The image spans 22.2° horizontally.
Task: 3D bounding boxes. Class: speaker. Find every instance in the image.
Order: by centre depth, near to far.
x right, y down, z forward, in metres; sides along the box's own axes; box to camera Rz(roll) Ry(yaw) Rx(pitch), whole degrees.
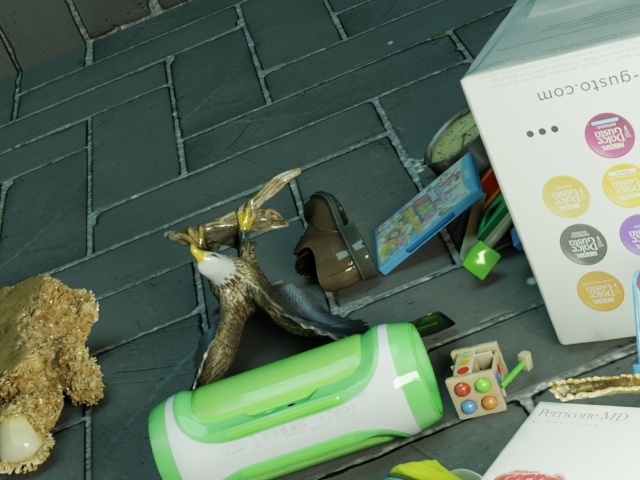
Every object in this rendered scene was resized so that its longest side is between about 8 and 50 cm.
[{"bbox_3d":[-0.026,0.184,1.727,0.296,0.131,0.131,-19,25,9],"label":"speaker"}]

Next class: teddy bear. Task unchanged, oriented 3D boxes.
[{"bbox_3d":[-0.385,0.189,2.081,0.245,0.113,0.338,-28,31,6],"label":"teddy bear"}]

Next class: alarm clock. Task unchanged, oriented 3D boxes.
[{"bbox_3d":[0.212,-0.129,2.195,0.129,0.064,0.192,-47,15,-8],"label":"alarm clock"}]

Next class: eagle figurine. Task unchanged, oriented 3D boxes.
[{"bbox_3d":[-0.091,0.079,1.974,0.225,0.226,0.298,7,43,-33],"label":"eagle figurine"}]

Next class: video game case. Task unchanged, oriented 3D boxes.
[{"bbox_3d":[0.137,-0.036,2.092,0.166,0.015,0.119,-40,19,17],"label":"video game case"}]

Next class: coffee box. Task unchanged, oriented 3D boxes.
[{"bbox_3d":[0.400,-0.130,1.739,0.338,0.334,0.338,-10,25,29],"label":"coffee box"}]

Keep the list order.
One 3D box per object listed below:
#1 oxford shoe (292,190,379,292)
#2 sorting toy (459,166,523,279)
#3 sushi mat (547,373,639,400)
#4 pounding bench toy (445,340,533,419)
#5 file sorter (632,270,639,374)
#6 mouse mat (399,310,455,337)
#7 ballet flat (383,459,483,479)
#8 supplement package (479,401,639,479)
[{"bbox_3d":[0.000,0.000,2.134,0.096,0.083,0.227,-28,23,0],"label":"oxford shoe"},{"bbox_3d":[0.240,-0.079,2.029,0.196,0.047,0.347,-48,11,30],"label":"sorting toy"},{"bbox_3d":[0.334,0.126,1.445,0.151,0.019,0.316,-9,-9,31],"label":"sushi mat"},{"bbox_3d":[0.181,0.146,1.711,0.083,0.052,0.065,-14,26,19],"label":"pounding bench toy"},{"bbox_3d":[0.395,0.073,1.553,0.170,0.104,0.118,-8,-9,30],"label":"file sorter"},{"bbox_3d":[0.055,0.117,1.829,0.190,0.007,0.152,-18,-12,10],"label":"mouse mat"},{"bbox_3d":[0.143,0.252,1.511,0.077,0.077,0.231,-16,17,-26],"label":"ballet flat"},{"bbox_3d":[0.200,0.282,1.266,0.177,0.175,0.293,-2,31,41],"label":"supplement package"}]
